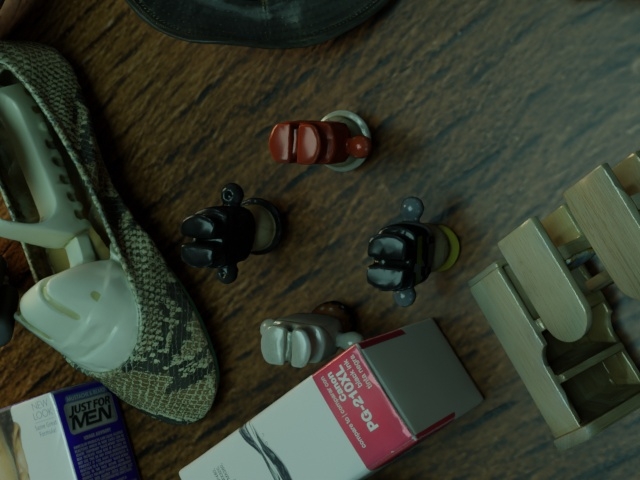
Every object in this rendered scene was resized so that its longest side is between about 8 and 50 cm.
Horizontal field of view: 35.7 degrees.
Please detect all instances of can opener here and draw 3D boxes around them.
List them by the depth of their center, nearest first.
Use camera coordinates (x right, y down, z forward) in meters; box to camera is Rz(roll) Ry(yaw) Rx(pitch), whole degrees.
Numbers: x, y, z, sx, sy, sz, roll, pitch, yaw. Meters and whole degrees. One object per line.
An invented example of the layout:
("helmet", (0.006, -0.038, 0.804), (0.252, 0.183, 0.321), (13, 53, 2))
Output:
("can opener", (-0.389, 0.061, 1.102), (0.095, 0.283, 0.076), (-20, 106, -9))

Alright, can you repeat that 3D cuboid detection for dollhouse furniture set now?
("dollhouse furniture set", (0.253, 0.039, 0.774), (0.161, 0.212, 0.242), (61, 143, 13))

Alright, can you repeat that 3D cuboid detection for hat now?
("hat", (-0.064, -0.333, 0.900), (0.331, 0.134, 0.332), (0, 90, 3))

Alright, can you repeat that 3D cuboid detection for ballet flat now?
("ballet flat", (-0.281, -0.006, 1.070), (0.164, 0.182, 0.483), (-31, 79, 25))

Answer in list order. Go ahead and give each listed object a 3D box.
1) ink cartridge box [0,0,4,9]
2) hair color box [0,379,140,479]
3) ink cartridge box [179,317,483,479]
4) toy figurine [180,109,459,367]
("ink cartridge box", (-0.426, -0.247, 1.090), (0.088, 0.235, 0.193), (33, 121, -12))
("hair color box", (-0.291, 0.348, 1.145), (0.185, 0.110, 0.339), (-21, 82, 29))
("ink cartridge box", (0.010, 0.184, 0.930), (0.237, 0.172, 0.100), (-39, 75, 25))
("toy figurine", (0.000, 0.000, 0.947), (0.213, 0.148, 0.209), (-45, 79, 21))
